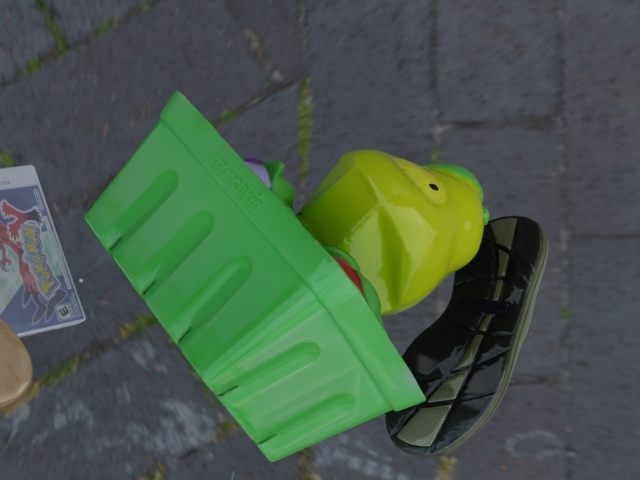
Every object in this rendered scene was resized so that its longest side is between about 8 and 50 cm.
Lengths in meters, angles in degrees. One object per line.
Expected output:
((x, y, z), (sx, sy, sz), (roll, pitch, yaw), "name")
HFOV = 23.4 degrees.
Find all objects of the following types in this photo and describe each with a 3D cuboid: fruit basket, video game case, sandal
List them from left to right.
((-0.373, 0.016, 1.774), (0.183, 0.023, 0.201), (-12, 80, -50), "video game case")
((0.000, 0.000, 1.583), (0.392, 0.392, 0.283), (-40, 137, -8), "fruit basket")
((0.174, 0.110, 1.662), (0.120, 0.086, 0.303), (15, 60, 30), "sandal")

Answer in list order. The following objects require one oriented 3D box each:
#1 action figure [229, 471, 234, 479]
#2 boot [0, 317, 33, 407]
((-0.125, 0.306, 1.263), (0.232, 0.063, 0.137), (-36, 53, 25), "action figure")
((-0.386, 0.127, 1.470), (0.295, 0.211, 0.104), (23, 54, 18), "boot")
